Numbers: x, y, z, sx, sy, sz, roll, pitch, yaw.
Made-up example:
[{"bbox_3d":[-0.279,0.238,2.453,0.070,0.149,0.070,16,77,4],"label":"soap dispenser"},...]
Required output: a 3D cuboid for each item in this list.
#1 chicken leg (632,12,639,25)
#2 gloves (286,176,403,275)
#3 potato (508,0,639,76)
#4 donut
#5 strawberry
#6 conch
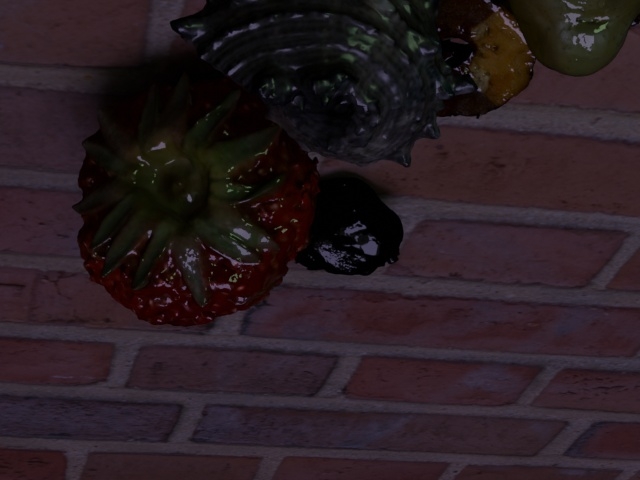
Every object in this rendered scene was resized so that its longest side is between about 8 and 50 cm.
[{"bbox_3d":[0.238,-0.232,1.695,0.205,0.053,0.093,5,168,-4],"label":"chicken leg"},{"bbox_3d":[0.002,0.003,2.052,0.180,0.106,0.129,-30,144,35],"label":"gloves"},{"bbox_3d":[0.246,-0.246,1.528,0.157,0.157,0.194,0,114,-6],"label":"potato"},{"bbox_3d":[0.136,-0.204,1.662,0.166,0.073,0.184,34,142,-9],"label":"donut"},{"bbox_3d":[-0.117,-0.032,1.842,0.292,0.292,0.343,-10,169,13],"label":"strawberry"},{"bbox_3d":[-0.004,-0.181,1.589,0.313,0.186,0.240,17,159,-28],"label":"conch"}]
